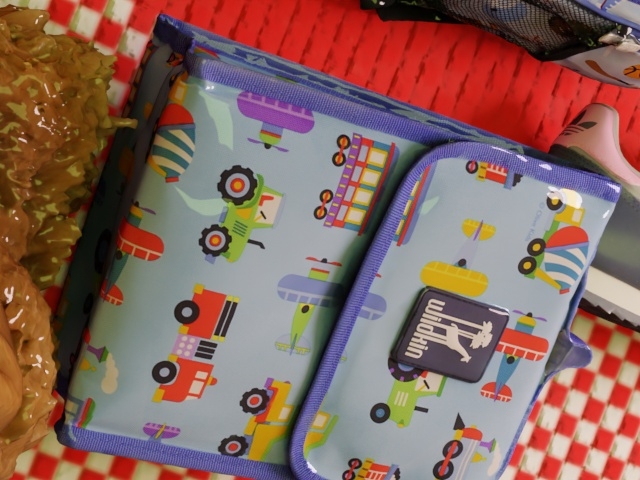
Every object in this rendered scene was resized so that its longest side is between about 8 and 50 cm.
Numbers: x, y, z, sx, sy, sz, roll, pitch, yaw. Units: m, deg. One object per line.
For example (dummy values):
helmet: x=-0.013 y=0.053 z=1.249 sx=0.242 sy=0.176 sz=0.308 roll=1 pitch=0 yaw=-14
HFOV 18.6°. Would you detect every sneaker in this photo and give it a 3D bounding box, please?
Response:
sneaker: x=0.272 y=0.016 z=1.271 sx=0.319 sy=0.112 sz=0.131 roll=22 pitch=88 yaw=-25

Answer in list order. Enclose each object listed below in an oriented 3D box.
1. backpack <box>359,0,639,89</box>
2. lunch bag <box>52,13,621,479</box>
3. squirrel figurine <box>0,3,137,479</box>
backpack: x=0.195 y=-0.219 z=1.172 sx=0.263 sy=0.213 sz=0.276 roll=24 pitch=82 yaw=-35
lunch bag: x=0.017 y=0.029 z=1.104 sx=0.293 sy=0.138 sz=0.221 roll=17 pitch=101 yaw=-17
squirrel figurine: x=-0.274 y=-0.050 z=0.953 sx=0.397 sy=0.281 sz=0.370 roll=14 pitch=57 yaw=-65
